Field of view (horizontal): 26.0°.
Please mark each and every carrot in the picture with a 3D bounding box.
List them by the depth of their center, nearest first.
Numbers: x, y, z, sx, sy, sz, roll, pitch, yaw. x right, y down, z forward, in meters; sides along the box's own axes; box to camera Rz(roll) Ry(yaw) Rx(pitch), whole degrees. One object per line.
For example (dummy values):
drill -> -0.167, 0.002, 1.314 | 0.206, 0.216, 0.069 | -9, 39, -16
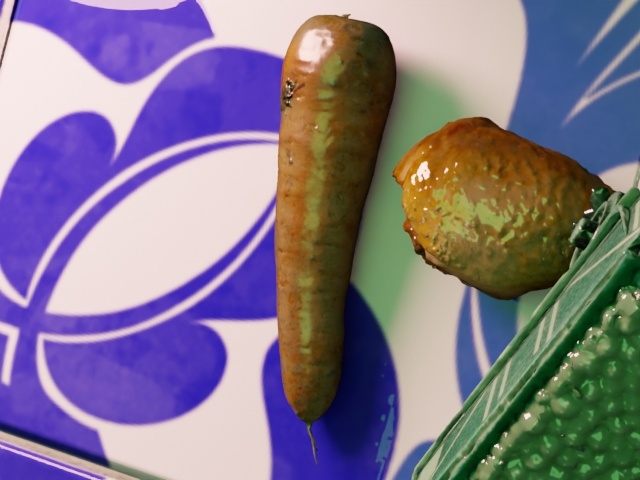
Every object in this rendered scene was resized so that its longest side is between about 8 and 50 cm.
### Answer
carrot -> 0.000, 0.000, 0.918 | 0.078, 0.078, 0.298 | 6, 92, 21

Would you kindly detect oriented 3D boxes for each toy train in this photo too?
toy train -> 0.154, 0.079, 0.761 | 0.115, 0.154, 0.269 | 31, 116, -7

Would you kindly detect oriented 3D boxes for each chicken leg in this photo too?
chicken leg -> 0.163, -0.008, 0.849 | 0.252, 0.087, 0.107 | 12, 101, 15
